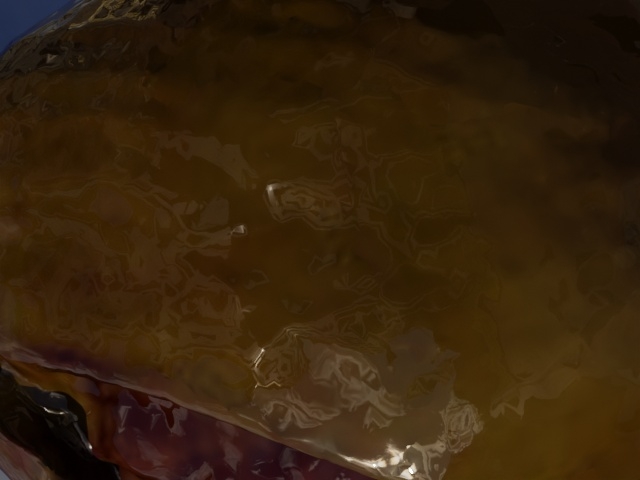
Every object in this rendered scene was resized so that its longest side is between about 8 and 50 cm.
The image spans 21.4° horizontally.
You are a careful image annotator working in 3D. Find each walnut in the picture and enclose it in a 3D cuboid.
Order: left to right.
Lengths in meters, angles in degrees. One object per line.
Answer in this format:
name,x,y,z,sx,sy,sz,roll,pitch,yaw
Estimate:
walnut,0.000,0.000,0.491,0.203,0.297,0.203,0,-90,-46
